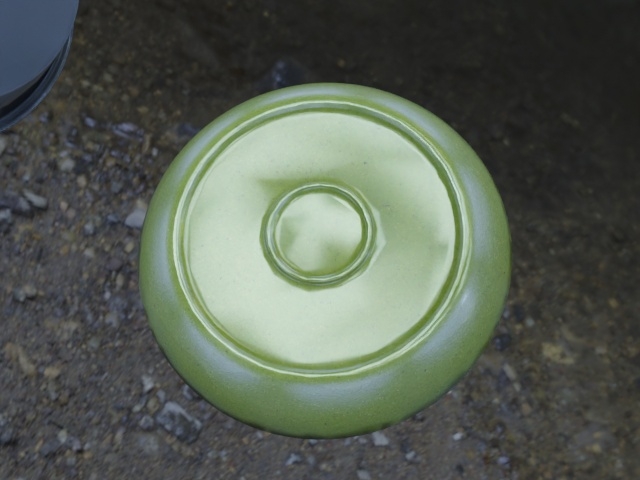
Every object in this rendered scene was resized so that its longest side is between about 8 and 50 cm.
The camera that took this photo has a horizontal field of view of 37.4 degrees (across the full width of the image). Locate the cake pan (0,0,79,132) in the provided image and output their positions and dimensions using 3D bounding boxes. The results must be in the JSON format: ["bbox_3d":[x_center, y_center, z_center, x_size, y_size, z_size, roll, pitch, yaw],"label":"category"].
[{"bbox_3d":[-0.296,-0.212,0.677,0.293,0.054,0.293,12,72,-42],"label":"cake pan"}]

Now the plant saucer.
[{"bbox_3d":[0.000,0.000,0.591,0.240,0.037,0.241,-2,70,4],"label":"plant saucer"}]
